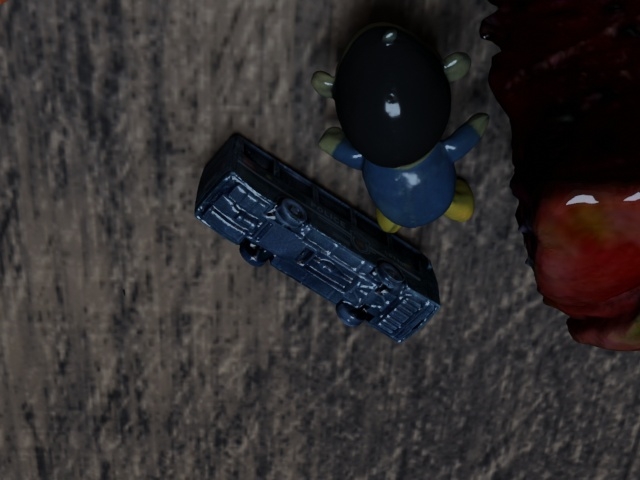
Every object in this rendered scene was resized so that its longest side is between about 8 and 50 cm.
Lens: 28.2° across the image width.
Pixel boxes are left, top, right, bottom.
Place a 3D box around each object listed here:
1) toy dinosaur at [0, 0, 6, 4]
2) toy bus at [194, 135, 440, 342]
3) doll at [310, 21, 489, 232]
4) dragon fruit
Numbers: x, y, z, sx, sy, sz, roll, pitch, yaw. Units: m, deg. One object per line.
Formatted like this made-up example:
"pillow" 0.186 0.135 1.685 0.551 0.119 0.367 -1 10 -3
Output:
"toy dinosaur" -0.217 -0.152 0.675 0.101 0.055 0.279 26 129 7
"toy bus" 0.000 0.000 0.796 0.166 0.065 0.047 32 121 -22
"doll" 0.047 -0.067 0.739 0.102 0.088 0.179 -8 152 5
"dragon fruit" 0.252 -0.030 0.631 0.329 0.286 0.228 -6 124 7
